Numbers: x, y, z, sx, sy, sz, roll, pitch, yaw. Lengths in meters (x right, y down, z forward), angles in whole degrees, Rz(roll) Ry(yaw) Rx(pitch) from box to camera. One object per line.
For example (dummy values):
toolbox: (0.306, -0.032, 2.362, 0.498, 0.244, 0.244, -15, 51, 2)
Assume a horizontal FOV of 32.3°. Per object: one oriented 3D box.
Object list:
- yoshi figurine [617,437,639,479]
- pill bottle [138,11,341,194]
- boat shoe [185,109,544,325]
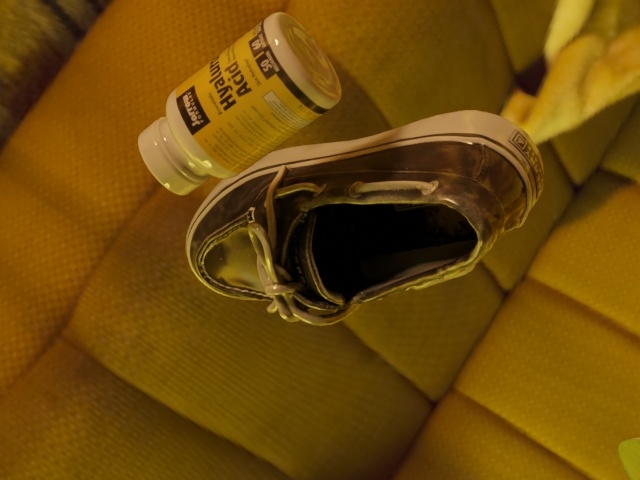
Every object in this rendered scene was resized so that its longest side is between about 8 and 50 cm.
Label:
yoshi figurine: (0.191, 0.235, 0.532, 0.362, 0.203, 0.204, -23, 107, -22)
pill bottle: (-0.050, -0.077, 0.657, 0.116, 0.065, 0.065, -34, 155, 20)
boat shoe: (0.002, 0.003, 0.740, 0.105, 0.306, 0.113, -50, 120, -42)
